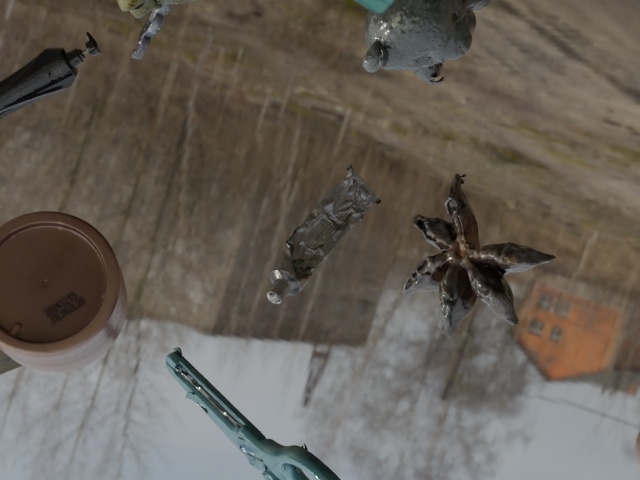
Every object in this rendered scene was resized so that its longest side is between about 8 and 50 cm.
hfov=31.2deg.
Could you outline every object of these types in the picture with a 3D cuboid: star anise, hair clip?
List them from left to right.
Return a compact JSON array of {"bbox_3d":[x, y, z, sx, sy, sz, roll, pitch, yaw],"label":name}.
[{"bbox_3d":[-0.265,-0.373,1.830,0.052,0.195,0.124,26,-149,-9],"label":"hair clip"},{"bbox_3d":[0.178,0.032,1.435,0.063,0.172,0.208,20,-158,-53],"label":"star anise"}]

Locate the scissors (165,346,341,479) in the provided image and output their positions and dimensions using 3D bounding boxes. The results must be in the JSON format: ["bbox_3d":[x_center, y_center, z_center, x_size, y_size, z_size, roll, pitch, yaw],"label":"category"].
[{"bbox_3d":[-0.072,0.255,1.387,0.032,0.180,0.393,-32,-126,-27],"label":"scissors"}]

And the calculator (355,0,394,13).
[{"bbox_3d":[0.039,-0.383,1.210,0.274,0.248,0.058,25,-140,-27],"label":"calculator"}]

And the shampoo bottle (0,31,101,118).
[{"bbox_3d":[-0.300,-0.178,1.240,0.048,0.137,0.027,59,-172,-25],"label":"shampoo bottle"}]

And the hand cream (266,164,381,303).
[{"bbox_3d":[-0.002,0.000,1.757,0.050,0.257,0.084,-2,135,52],"label":"hand cream"}]

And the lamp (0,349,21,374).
[{"bbox_3d":[-0.408,0.091,1.407,0.185,0.161,0.161,-21,-166,-13],"label":"lamp"}]

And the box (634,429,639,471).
[{"bbox_3d":[0.473,0.265,1.363,0.146,0.088,0.200,-31,-144,-25],"label":"box"}]

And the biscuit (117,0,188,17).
[{"bbox_3d":[-0.120,-0.340,1.356,0.273,0.036,0.187,-18,169,-3],"label":"biscuit"}]

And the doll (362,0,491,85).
[{"bbox_3d":[0.213,-0.371,1.918,0.158,0.246,0.340,37,-153,27],"label":"doll"}]

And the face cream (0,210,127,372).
[{"bbox_3d":[-0.275,0.054,1.169,0.149,0.149,0.104,17,163,0],"label":"face cream"}]
